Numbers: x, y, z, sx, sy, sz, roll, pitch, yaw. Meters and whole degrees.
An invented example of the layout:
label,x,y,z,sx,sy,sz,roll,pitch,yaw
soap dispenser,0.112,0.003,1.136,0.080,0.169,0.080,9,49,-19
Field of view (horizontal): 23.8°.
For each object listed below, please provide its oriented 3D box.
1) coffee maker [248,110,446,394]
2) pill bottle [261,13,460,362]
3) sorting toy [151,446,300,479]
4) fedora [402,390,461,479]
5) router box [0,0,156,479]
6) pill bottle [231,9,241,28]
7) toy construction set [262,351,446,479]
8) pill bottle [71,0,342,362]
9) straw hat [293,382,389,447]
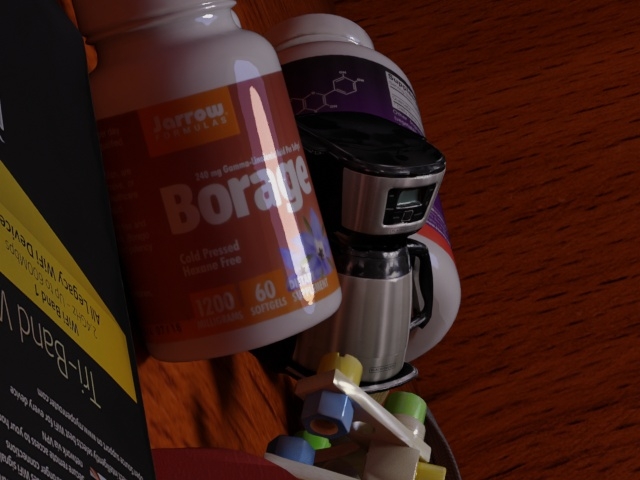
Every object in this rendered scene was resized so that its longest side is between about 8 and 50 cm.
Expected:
label,x,y,z,sx,sy,sz,roll,pitch,yaw
coffee maker,0.000,0.000,1.088,0.120,0.171,0.178,-26,128,-58
pill bottle,0.011,-0.050,1.349,0.181,0.182,0.323,69,9,-50
sorting toy,-0.033,0.250,0.592,0.365,0.127,0.126,-111,-156,-48
fedora,0.059,0.260,1.320,0.275,0.124,0.243,-126,-157,-84
router box,-0.130,-0.024,0.289,0.309,0.081,0.243,56,16,-56
pill bottle,-0.087,-0.104,1.021,0.087,0.087,0.160,-46,121,-83
toy construction set,0.090,0.221,1.052,0.151,0.328,0.215,-57,-177,-40
pill bottle,-0.071,-0.047,0.880,0.121,0.121,0.216,-65,140,-81
straw hat,0.010,0.144,1.390,0.061,0.144,0.144,36,-5,16
